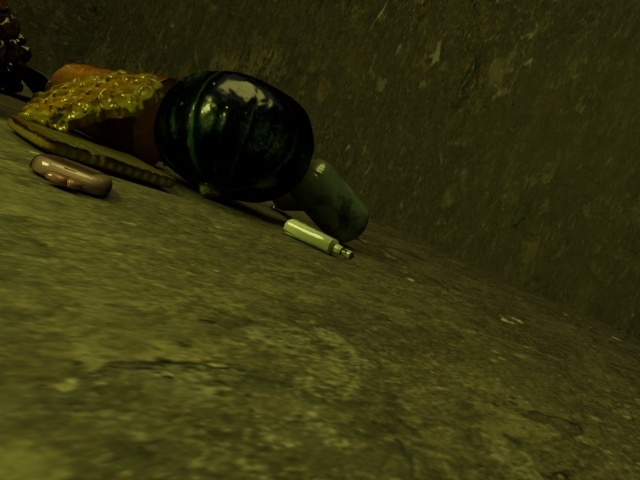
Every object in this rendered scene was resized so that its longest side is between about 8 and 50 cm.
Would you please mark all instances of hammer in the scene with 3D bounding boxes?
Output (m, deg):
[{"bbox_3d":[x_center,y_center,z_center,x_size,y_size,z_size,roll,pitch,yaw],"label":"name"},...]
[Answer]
[{"bbox_3d":[-0.033,-0.090,1.682,0.202,0.113,0.305,51,-21,-24],"label":"hammer"}]

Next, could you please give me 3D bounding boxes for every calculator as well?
[{"bbox_3d":[-0.324,-0.088,0.977,0.103,0.024,0.166,22,5,-13],"label":"calculator"}]

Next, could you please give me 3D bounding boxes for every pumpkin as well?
[{"bbox_3d":[-0.175,-0.189,1.467,0.315,0.238,0.315,15,-13,3],"label":"pumpkin"}]

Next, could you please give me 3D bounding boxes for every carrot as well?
[{"bbox_3d":[-0.431,-0.283,1.588,0.254,0.196,0.196,21,5,19],"label":"carrot"}]

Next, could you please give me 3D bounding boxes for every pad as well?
[{"bbox_3d":[-0.729,-0.402,1.928,0.143,0.003,0.211,29,-15,9],"label":"pad"}]

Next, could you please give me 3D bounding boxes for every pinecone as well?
[{"bbox_3d":[-0.644,-0.359,1.326,0.224,0.224,0.272,23,-14,1],"label":"pinecone"}]

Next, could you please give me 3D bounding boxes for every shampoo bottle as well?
[{"bbox_3d":[0.000,0.000,1.377,0.141,0.034,0.049,26,0,26],"label":"shampoo bottle"}]

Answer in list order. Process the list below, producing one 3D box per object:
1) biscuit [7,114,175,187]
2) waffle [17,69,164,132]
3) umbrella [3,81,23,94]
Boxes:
[{"bbox_3d":[-0.383,-0.145,1.250,0.172,0.029,0.254,28,7,42],"label":"biscuit"},{"bbox_3d":[-0.423,-0.255,1.367,0.253,0.056,0.249,-27,33,-30],"label":"waffle"},{"bbox_3d":[-0.787,-0.410,1.814,0.118,0.118,0.340,22,-3,-7],"label":"umbrella"}]
